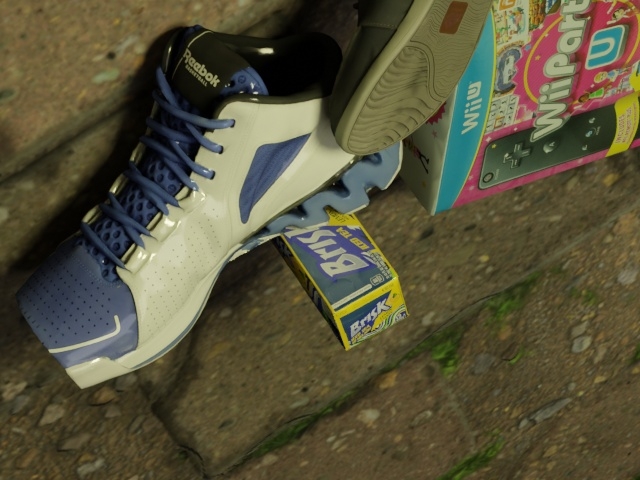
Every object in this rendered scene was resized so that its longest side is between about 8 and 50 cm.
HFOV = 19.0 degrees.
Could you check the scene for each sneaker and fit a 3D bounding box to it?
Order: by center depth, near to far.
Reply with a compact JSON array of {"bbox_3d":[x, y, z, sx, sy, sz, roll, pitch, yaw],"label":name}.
[{"bbox_3d":[0.053,-0.174,1.335,0.083,0.118,0.222,7,119,-47],"label":"sneaker"},{"bbox_3d":[-0.096,-0.055,1.370,0.315,0.127,0.182,-36,141,-11],"label":"sneaker"}]

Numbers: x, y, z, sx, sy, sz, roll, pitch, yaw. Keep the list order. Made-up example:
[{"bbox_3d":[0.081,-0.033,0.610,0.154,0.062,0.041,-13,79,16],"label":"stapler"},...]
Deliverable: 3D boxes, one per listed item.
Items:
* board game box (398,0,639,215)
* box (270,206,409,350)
[{"bbox_3d":[0.206,-0.165,1.497,0.303,0.097,0.224,-17,140,-22],"label":"board game box"},{"bbox_3d":[0.000,0.000,1.453,0.059,0.169,0.054,-29,143,-8],"label":"box"}]
